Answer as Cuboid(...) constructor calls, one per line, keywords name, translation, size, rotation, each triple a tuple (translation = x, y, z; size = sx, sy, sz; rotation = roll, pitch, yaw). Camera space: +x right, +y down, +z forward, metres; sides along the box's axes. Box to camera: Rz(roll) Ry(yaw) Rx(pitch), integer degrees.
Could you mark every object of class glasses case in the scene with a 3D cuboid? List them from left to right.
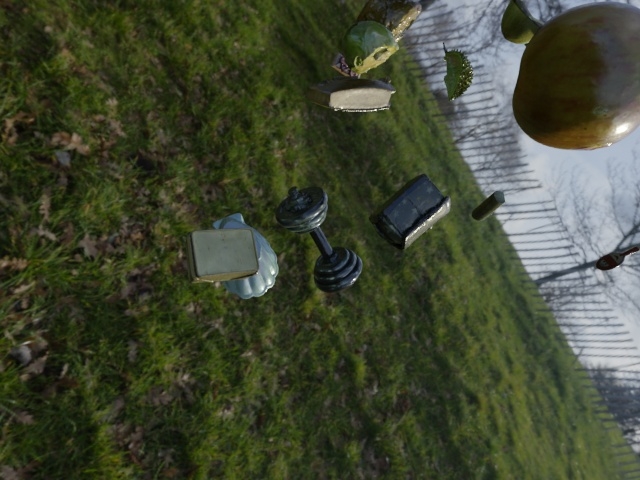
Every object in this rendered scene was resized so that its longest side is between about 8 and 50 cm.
Cuboid(name="glasses case", translation=(0.157, -0.932, 2.424), size=(0.193, 0.102, 0.070), rotation=(21, 28, -37))

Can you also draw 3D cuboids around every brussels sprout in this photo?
Cuboid(name="brussels sprout", translation=(0.127, -0.538, 1.231), size=(0.122, 0.149, 0.151), rotation=(61, -7, -8))

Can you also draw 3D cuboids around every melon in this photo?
Cuboid(name="melon", translation=(0.660, -0.710, 1.497), size=(0.160, 0.128, 0.079), rotation=(43, 52, 3))

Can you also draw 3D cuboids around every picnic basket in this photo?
Cuboid(name="picnic basket", translation=(-0.232, 0.035, 1.061), size=(0.164, 0.079, 0.115), rotation=(-2, 73, -29))

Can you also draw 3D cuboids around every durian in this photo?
Cuboid(name="durian", translation=(0.464, -0.587, 1.538), size=(0.086, 0.100, 0.215), rotation=(13, 73, -57))

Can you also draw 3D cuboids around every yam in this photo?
Cuboid(name="yam", translation=(0.733, -0.150, 1.960), size=(0.169, 0.068, 0.068), rotation=(125, -44, -58))

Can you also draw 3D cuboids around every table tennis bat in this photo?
Cuboid(name="table tennis bat", translation=(1.124, 0.067, 1.706), size=(0.019, 0.154, 0.098), rotation=(51, 25, -13))

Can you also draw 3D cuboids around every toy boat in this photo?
Cuboid(name="toy boat", translation=(-0.249, 0.037, 1.431), size=(0.290, 0.199, 0.100), rotation=(60, -19, 20))
Cuboid(name="toy boat", translation=(0.093, -0.461, 1.394), size=(0.121, 0.321, 0.089), rotation=(49, -42, 36))

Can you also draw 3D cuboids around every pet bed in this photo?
Cuboid(name="pet bed", translation=(0.277, -0.076, 1.381), size=(0.159, 0.211, 0.183), rotation=(48, -7, -4))

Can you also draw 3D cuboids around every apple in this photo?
Cuboid(name="apple", translation=(0.709, -0.439, 1.239), size=(0.400, 0.333, 0.400), rotation=(2, 90, -71))

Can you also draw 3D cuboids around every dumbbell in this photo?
Cuboid(name="dumbbell", translation=(0.000, 0.000, 1.444), size=(0.179, 0.179, 0.406), rotation=(-89, 154, -56))

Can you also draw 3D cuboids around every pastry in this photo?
Cuboid(name="pastry", translation=(0.206, -0.676, 1.424), size=(0.132, 0.235, 0.240), rotation=(46, 50, 7))

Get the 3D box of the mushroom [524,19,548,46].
Cuboid(name="mushroom", translation=(0.785, -0.680, 1.537), size=(0.270, 0.118, 0.103), rotation=(-93, -157, -56))
